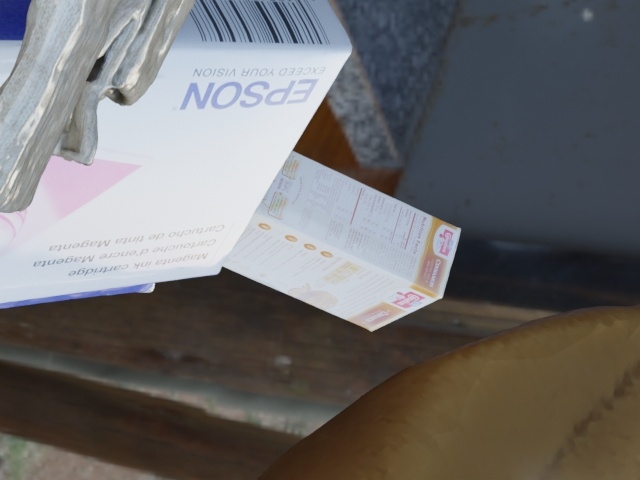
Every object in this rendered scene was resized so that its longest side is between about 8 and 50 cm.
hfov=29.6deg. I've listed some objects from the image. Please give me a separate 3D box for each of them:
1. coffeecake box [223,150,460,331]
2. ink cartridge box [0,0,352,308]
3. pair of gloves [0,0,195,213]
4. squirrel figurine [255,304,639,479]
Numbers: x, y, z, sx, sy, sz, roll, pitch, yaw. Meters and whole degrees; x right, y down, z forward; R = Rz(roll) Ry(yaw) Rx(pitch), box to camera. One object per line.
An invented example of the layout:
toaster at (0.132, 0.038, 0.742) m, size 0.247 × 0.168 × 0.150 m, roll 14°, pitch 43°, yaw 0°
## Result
coffeecake box at (0.000, 0.000, 1.018) m, size 0.142 × 0.185 × 0.068 m, roll -35°, pitch -147°, yaw 63°
ink cartridge box at (-0.185, -0.025, 0.773) m, size 0.324 × 0.071 × 0.330 m, roll -7°, pitch 145°, yaw -36°
pair of gloves at (-0.083, -0.117, 0.502) m, size 0.204 × 0.042 × 0.240 m, roll -64°, pitch -177°, yaw 9°
squirrel figurine at (-0.027, 0.246, 0.519) m, size 0.397 × 0.370 × 0.281 m, roll -7°, pitch 64°, yaw -29°
